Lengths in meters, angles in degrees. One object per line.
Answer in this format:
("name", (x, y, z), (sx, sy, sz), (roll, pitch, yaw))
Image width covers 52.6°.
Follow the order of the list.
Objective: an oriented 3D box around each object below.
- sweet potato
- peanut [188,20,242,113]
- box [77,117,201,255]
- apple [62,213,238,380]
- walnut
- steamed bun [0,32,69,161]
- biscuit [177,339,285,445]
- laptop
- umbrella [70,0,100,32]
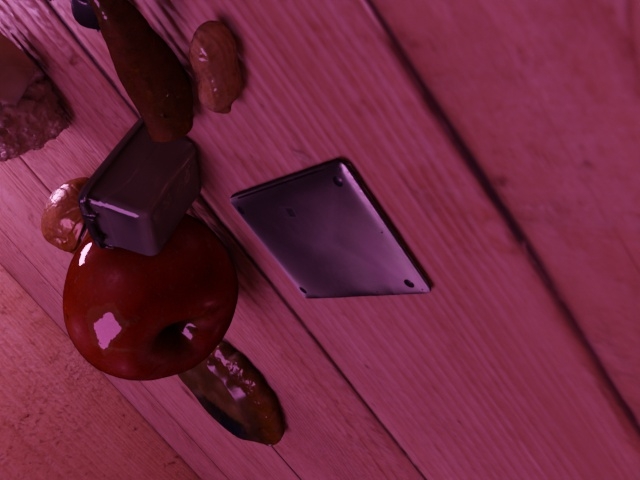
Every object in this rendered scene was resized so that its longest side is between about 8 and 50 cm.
("sweet potato", (-0.191, -0.195, 0.724), (0.077, 0.077, 0.244), (32, 157, 20))
("peanut", (-0.110, -0.178, 0.679), (0.054, 0.054, 0.113), (32, 149, 21))
("box", (-0.229, -0.066, 0.863), (0.092, 0.172, 0.124), (20, 147, 10))
("apple", (-0.254, 0.076, 0.978), (0.216, 0.260, 0.260), (49, 157, 32))
("walnut", (-0.415, -0.041, 1.153), (0.144, 0.144, 0.180), (51, 147, -12))
("steamed bun", (-0.518, -0.196, 0.984), (0.170, 0.225, 0.200), (12, 136, 44))
("biscuit", (-0.229, 0.321, 1.446), (0.335, 0.078, 0.329), (10, 132, 42))
("laptop", (0.000, 0.000, 0.803), (0.188, 0.015, 0.269), (54, 149, -17))
("umbrella", (-0.236, -0.322, 0.580), (0.154, 0.128, 0.336), (44, 154, -5))
